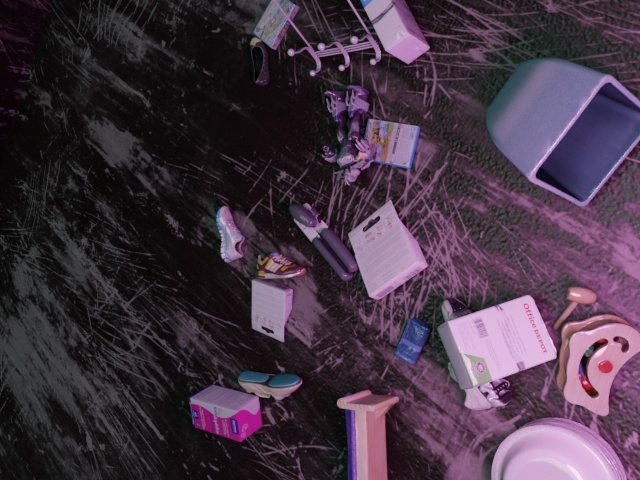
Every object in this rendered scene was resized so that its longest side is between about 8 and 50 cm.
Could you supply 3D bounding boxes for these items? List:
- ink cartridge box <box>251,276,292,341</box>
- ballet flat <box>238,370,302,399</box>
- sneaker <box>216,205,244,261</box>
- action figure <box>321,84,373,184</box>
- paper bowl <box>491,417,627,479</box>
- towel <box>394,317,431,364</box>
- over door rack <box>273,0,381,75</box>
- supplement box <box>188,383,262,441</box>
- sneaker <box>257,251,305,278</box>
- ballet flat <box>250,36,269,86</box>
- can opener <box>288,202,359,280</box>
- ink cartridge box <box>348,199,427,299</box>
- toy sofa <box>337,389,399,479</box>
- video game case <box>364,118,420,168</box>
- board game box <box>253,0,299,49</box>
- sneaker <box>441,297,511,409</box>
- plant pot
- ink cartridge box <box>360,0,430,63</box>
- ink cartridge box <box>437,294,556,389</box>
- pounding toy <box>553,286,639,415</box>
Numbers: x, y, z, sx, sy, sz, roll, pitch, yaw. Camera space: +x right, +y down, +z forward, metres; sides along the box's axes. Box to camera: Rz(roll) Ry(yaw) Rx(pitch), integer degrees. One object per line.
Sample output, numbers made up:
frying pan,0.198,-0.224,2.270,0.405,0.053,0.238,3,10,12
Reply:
ink cartridge box,-0.156,0.221,1.939,0.146,0.045,0.179,17,117,34
ballet flat,-0.152,0.462,1.903,0.249,0.086,0.086,-1,88,37
sneaker,-0.294,-0.026,2.024,0.083,0.071,0.190,-10,91,29
action figure,0.077,-0.295,1.736,0.185,0.099,0.284,-10,77,46
paper bowl,0.530,0.556,1.362,0.284,0.148,0.284,-2,86,36
towel,0.251,0.275,1.641,0.067,0.029,0.119,30,105,32
over door rack,-0.001,-0.606,1.685,0.240,0.324,0.108,1,52,35
supplement box,-0.311,0.561,1.971,0.220,0.114,0.111,2,105,34
sneaker,-0.129,0.076,1.894,0.186,0.070,0.083,-5,91,34
ballet flat,-0.203,-0.590,1.979,0.058,0.049,0.173,-18,78,33
can opener,0.000,0.000,1.788,0.076,0.095,0.283,-51,62,24
ink cartridge box,0.183,0.027,1.698,0.181,0.056,0.224,-39,49,28
toy sofa,0.113,0.605,1.656,0.177,0.150,0.362,-3,87,34
video game case,0.195,-0.275,1.707,0.166,0.015,0.119,17,99,35
board game box,-0.145,-0.715,1.956,0.103,0.026,0.154,46,114,27
sneaker,0.363,0.288,1.521,0.118,0.110,0.292,-36,67,40
plant pot,0.521,-0.265,1.346,0.247,0.248,0.252,-58,42,20
ink cartridge box,0.201,-0.593,1.635,0.082,0.140,0.190,-31,71,30
ink cartridge box,0.413,0.239,1.417,0.220,0.092,0.160,-15,75,-11
pounding toy,0.619,0.236,1.356,0.154,0.155,0.269,4,101,7
